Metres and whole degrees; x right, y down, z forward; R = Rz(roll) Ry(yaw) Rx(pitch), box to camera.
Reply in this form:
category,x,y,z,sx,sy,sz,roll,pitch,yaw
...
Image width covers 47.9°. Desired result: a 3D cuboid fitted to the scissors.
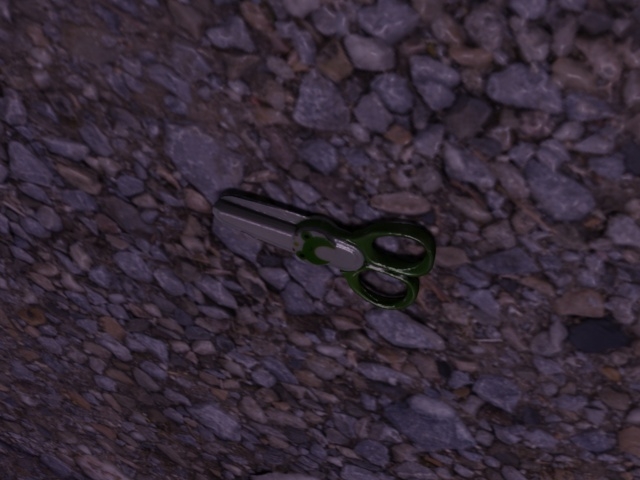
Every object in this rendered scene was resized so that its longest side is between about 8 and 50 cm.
category,x,y,z,sx,sy,sz,roll,pitch,yaw
scissors,0.000,0.000,0.657,0.205,0.027,0.101,20,132,0
